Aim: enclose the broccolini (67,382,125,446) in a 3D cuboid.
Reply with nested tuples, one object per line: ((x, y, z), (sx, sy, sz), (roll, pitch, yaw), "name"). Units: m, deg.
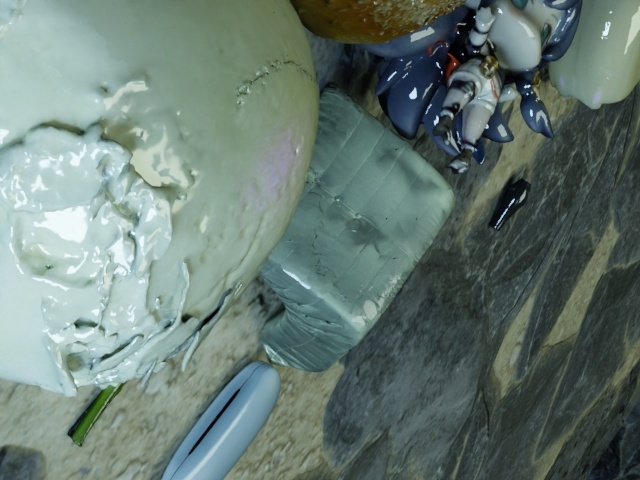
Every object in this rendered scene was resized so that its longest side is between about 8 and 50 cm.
((-0.149, 0.094, 1.199), (0.218, 0.044, 0.042), (-55, -167, -12), "broccolini")

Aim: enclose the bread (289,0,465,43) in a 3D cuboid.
((0.075, -0.302, 1.108), (0.305, 0.159, 0.305), (-36, 138, -40), "bread")

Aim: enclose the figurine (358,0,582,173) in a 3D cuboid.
((0.145, -0.197, 1.301), (0.265, 0.197, 0.175), (-41, 150, -21), "figurine")

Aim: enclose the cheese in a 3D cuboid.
((0.401, -0.291, 1.769), (0.266, 0.127, 0.233), (-34, 144, -42), "cheese")

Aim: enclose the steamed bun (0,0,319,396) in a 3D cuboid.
((-0.126, -0.069, 0.866), (0.312, 0.233, 0.334), (-38, 145, -41), "steamed bun")

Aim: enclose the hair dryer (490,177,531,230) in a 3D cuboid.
((0.268, -0.048, 1.860), (0.079, 0.031, 0.083), (-56, 163, 9), "hair dryer")

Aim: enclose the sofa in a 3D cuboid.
((0.000, 0.000, 1.341), (0.210, 0.176, 0.225), (-54, -179, -20), "sofa")

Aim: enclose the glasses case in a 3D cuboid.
((-0.100, 0.199, 1.371), (0.178, 0.045, 0.067), (-51, 151, -23), "glasses case")
